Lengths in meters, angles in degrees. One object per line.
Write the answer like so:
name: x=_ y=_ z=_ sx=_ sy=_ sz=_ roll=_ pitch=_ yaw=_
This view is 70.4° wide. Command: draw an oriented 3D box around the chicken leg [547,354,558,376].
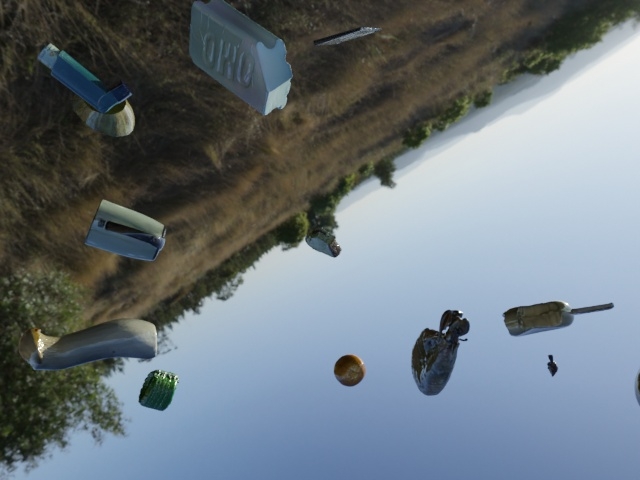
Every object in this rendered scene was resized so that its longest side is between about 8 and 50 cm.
chicken leg: x=0.555 y=0.303 z=1.085 sx=0.021 sy=0.083 sz=0.036 roll=-14 pitch=-130 yaw=18

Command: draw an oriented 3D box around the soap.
soap: x=-0.210 y=-0.479 z=1.183 sx=0.095 sy=0.289 sz=0.173 roll=-39 pitch=161 yaw=-40

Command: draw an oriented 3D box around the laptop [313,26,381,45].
laptop: x=0.089 y=-0.676 z=1.505 sx=0.197 sy=0.016 sz=0.135 roll=4 pitch=-158 yaw=40

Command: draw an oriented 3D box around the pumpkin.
pumpkin: x=-0.753 y=-0.480 z=1.608 sx=0.110 sy=0.217 sz=0.217 roll=-35 pitch=177 yaw=42

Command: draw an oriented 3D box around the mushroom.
mushroom: x=-0.577 y=0.272 z=1.160 sx=0.328 sy=0.122 sz=0.159 roll=3 pitch=134 yaw=-39

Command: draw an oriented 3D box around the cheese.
cheese: x=0.671 y=0.210 z=1.290 sx=0.286 sy=0.082 sz=0.163 roll=-17 pitch=161 yaw=23

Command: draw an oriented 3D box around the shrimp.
shrimp: x=0.417 y=0.392 z=1.624 sx=0.109 sy=0.221 sz=0.446 roll=-1 pitch=138 yaw=-14

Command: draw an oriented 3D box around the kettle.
kettle: x=-0.648 y=-0.024 z=1.538 sx=0.221 sy=0.236 sz=0.161 roll=-5 pitch=-115 yaw=64

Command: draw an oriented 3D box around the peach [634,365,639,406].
peach: x=0.741 y=0.276 z=0.897 sx=0.251 sy=0.153 sz=0.251 roll=20 pitch=90 yaw=-74

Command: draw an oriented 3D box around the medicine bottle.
medicine bottle: x=-0.729 y=-0.506 z=1.413 sx=0.124 sy=0.258 sz=0.079 roll=-48 pitch=-150 yaw=8

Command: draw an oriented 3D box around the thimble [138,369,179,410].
thimble: x=-0.504 y=0.465 z=1.417 sx=0.130 sy=0.090 sz=0.118 roll=-57 pitch=-157 yaw=18

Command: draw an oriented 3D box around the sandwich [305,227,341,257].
sandwich: x=0.000 y=0.000 z=1.234 sx=0.104 sy=0.093 sz=0.036 roll=20 pitch=-115 yaw=33

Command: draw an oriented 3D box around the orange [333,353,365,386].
orange: x=0.076 y=0.339 z=1.182 sx=0.083 sy=0.083 sz=0.070 roll=-30 pitch=179 yaw=-10
